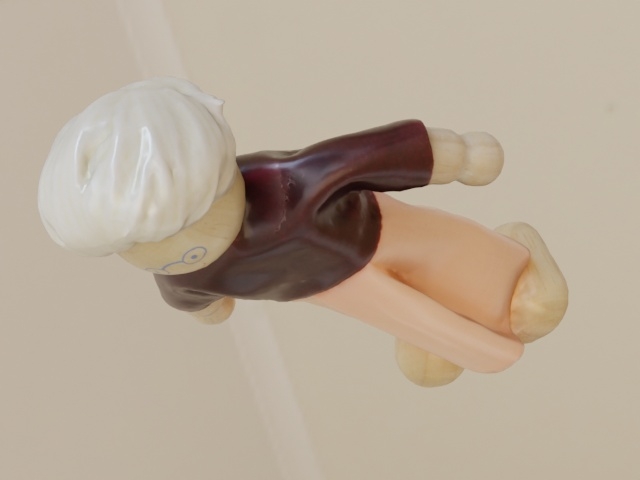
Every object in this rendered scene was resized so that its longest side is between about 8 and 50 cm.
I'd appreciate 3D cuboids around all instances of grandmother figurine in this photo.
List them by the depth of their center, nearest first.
[{"bbox_3d":[0.000,0.000,0.790,0.342,0.208,0.104,18,-139,-50],"label":"grandmother figurine"}]
